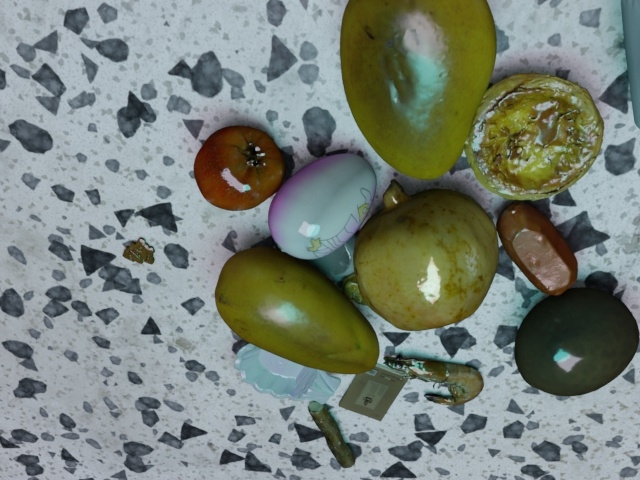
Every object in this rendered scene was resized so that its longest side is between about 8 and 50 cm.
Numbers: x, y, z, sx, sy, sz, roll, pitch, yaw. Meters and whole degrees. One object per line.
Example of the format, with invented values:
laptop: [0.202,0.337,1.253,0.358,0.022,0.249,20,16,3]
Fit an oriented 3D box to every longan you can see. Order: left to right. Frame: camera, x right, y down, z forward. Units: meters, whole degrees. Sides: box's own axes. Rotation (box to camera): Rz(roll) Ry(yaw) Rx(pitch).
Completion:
longan: [0.606,0.242,1.667,0.300,0.300,0.243,-25,76,22]

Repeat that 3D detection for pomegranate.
pomegranate: [0.218,0.026,1.534,0.342,0.342,0.343,4,123,5]

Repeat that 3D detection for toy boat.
toy boat: [-0.089,0.342,1.902,0.290,0.100,0.199,29,123,-10]

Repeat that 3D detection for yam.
yam: [0.035,0.575,2.062,0.061,0.061,0.253,-17,119,18]

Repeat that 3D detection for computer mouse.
computer mouse: [0.000,0.000,1.684,0.231,0.079,0.128,34,122,5]

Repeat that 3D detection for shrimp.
shrimp: [0.299,0.388,1.910,0.296,0.058,0.169,13,126,-6]

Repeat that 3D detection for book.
book: [0.150,0.427,1.975,0.138,0.016,0.199,22,123,-7]

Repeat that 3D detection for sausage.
sausage: [0.497,0.018,1.594,0.133,0.133,0.258,-35,110,26]

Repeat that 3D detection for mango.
mango: [-0.050,0.183,1.692,0.445,0.232,0.300,31,160,-15]
mango: [0.192,-0.321,1.355,0.301,0.220,0.445,-2,126,19]

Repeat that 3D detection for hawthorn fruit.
hawthorn fruit: [-0.197,-0.152,1.563,0.196,0.197,0.225,41,144,-18]

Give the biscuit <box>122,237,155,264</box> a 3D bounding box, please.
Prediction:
biscuit: [-0.472,0.031,1.800,0.092,0.016,0.082,-8,122,11]

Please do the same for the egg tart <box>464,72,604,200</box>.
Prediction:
egg tart: [0.440,-0.222,1.453,0.290,0.115,0.290,2,123,4]

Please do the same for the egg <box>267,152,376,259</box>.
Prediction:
egg: [0.009,-0.077,1.541,0.271,0.196,0.196,-30,120,-14]

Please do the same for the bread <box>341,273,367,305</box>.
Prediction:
bread: [0.107,0.126,1.767,0.110,0.044,0.083,18,125,-7]

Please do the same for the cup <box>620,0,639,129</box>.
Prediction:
cup: [0.673,-0.381,1.235,0.253,0.253,0.372,-13,118,16]
